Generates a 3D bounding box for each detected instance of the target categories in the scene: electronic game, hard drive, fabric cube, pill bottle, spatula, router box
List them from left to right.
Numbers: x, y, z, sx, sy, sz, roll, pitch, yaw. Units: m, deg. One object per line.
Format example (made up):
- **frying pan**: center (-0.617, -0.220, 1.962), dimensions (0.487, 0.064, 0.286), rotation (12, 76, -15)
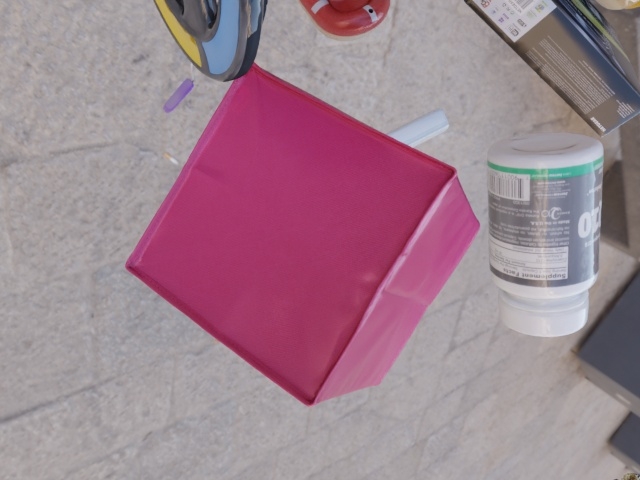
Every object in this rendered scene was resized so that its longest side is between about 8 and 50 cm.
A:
- **electronic game**: center (-0.104, -0.230, 0.437), dimensions (0.048, 0.229, 0.229), rotation (-25, 136, -21)
- **spatula**: center (-0.282, -0.421, 1.358), dimensions (0.030, 0.084, 0.296), rotation (20, 106, -32)
- **fabric cube**: center (0.000, 0.000, 0.678), dimensions (0.259, 0.254, 0.258), rotation (-58, 158, 3)
- **hard drive**: center (0.041, -0.120, 0.997), dimensions (0.307, 0.203, 0.040), rotation (-28, 94, -16)
- **pill bottle**: center (0.431, -0.012, 1.155), dimensions (0.204, 0.204, 0.361), rotation (-22, 115, -33)
- **router box**: center (0.338, -0.332, 0.882), dimensions (0.309, 0.243, 0.081), rotation (35, 131, -21)

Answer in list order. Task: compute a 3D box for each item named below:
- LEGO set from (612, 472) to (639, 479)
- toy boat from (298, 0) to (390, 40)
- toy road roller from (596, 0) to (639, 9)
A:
- **LEGO set**: center (0.215, 0.196, 0.389), dimensions (0.054, 0.083, 0.023), rotation (-29, 180, -28)
- **toy boat**: center (0.034, -0.487, 1.088), dimensions (0.151, 0.231, 0.151), rotation (-34, 176, -12)
- **toy road roller**: center (0.552, -0.410, 0.928), dimensions (0.202, 0.329, 0.241), rotation (13, 84, -38)
